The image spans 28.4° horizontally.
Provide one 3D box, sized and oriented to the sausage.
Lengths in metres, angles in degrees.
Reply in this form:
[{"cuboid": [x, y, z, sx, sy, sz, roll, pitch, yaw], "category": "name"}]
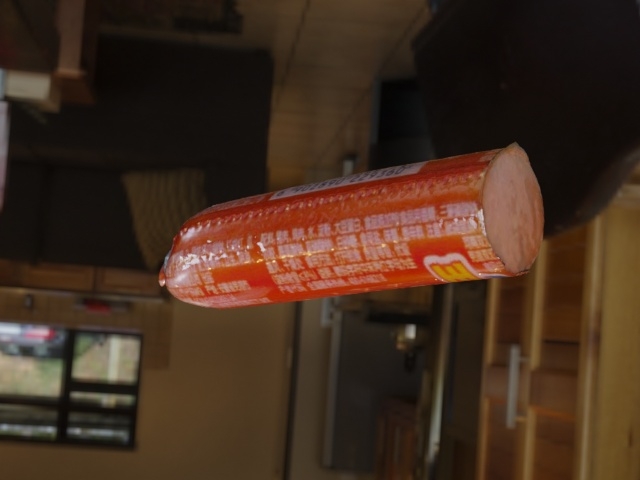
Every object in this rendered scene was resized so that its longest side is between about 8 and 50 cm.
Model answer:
[{"cuboid": [0.000, 0.000, 0.768, 0.274, 0.074, 0.074, -9, 170, 35], "category": "sausage"}]
